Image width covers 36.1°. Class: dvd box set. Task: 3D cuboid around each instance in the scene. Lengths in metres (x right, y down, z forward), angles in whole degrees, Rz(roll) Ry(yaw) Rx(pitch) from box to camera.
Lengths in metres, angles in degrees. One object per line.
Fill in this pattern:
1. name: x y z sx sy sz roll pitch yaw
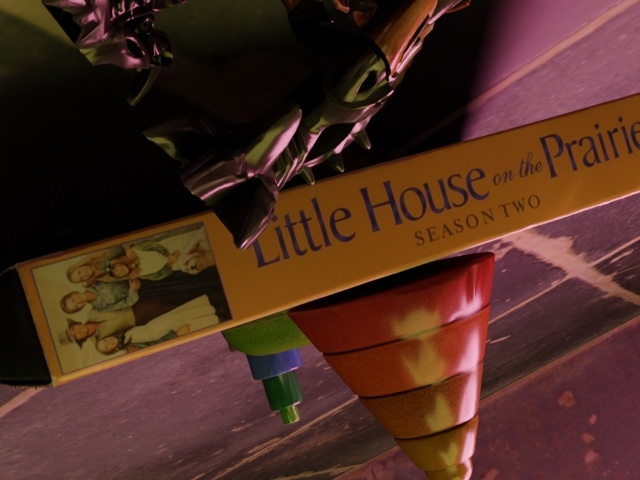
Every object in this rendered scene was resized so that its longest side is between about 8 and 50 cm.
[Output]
1. dvd box set: 0.000 0.000 0.637 0.421 0.062 0.308 -17 179 -24

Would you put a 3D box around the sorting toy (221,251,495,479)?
1. sorting toy: 0.015 0.093 0.666 0.127 0.126 0.365 -17 179 -21

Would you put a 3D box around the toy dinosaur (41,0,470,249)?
1. toy dinosaur: 0.012 -0.115 0.391 0.218 0.164 0.322 -40 143 -3
